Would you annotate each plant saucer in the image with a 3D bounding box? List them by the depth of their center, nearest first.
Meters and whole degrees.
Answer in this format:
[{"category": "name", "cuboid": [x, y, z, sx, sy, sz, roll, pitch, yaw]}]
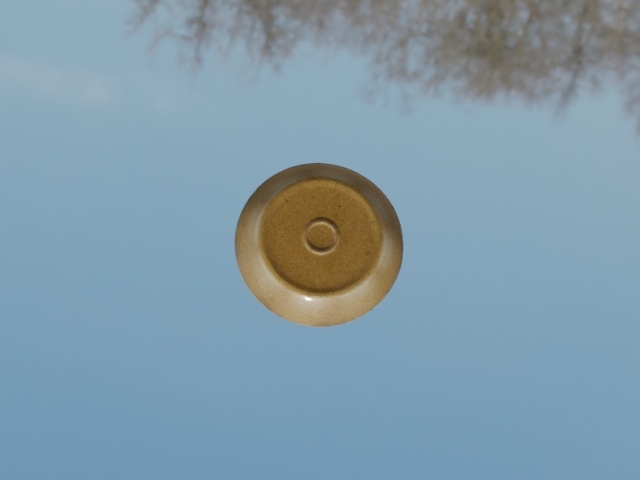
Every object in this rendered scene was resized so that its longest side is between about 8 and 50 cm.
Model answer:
[{"category": "plant saucer", "cuboid": [0.000, 0.000, 0.699, 0.083, 0.083, 0.015, 18, 165, 0]}]
